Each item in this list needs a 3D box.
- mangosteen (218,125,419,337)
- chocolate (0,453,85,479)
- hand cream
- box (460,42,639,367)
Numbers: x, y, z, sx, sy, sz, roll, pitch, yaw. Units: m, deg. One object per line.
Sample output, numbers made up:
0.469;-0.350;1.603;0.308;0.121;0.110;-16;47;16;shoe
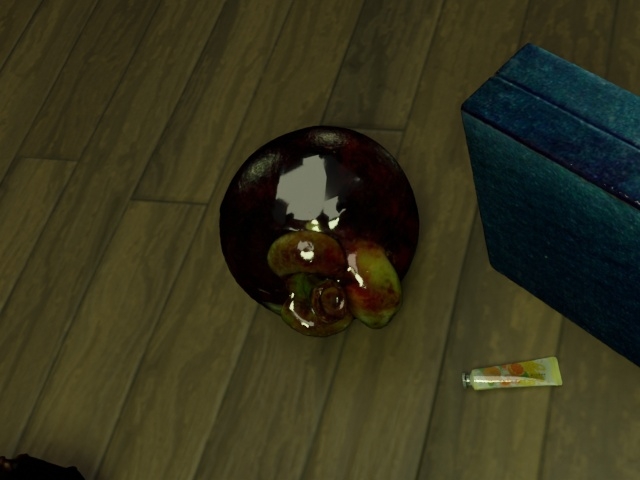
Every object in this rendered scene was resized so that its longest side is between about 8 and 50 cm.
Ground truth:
0.000;0.000;0.970;0.228;0.228;0.265;-16;35;8;mangosteen
-0.351;0.327;0.925;0.177;0.224;0.206;-9;26;42;chocolate
0.201;0.142;0.944;0.102;0.022;0.035;-8;47;9;hand cream
0.280;-0.017;0.862;0.116;0.279;0.261;-43;55;-11;box
